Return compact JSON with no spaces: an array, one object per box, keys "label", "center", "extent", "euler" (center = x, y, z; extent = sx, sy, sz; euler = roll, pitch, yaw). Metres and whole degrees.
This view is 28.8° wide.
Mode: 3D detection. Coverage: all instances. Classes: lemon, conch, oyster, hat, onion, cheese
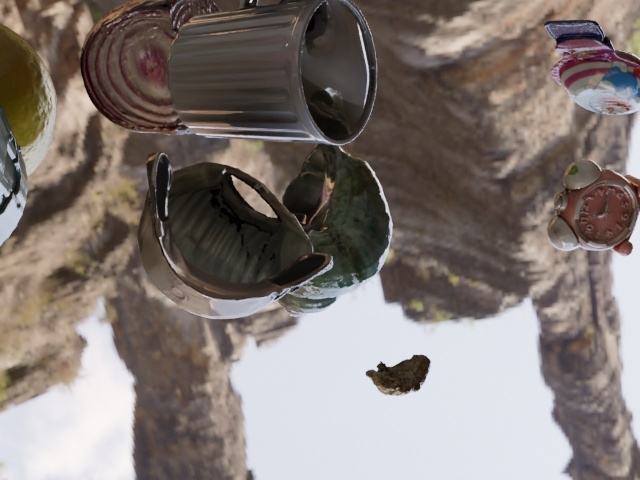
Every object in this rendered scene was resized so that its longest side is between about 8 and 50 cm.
[{"label":"lemon","center":[-0.623,-0.220,2.135],"extent":[0.348,0.348,0.348],"euler":[-9,-146,6]},{"label":"conch","center":[0.000,0.000,1.860],"extent":[0.195,0.277,0.220],"euler":[-5,-149,-39]},{"label":"oyster","center":[0.117,0.187,1.768],"extent":[0.083,0.081,0.038],"euler":[-48,-164,-5]},{"label":"hat","center":[-0.115,0.015,1.380],"extent":[0.232,0.161,0.275],"euler":[28,-169,-7]},{"label":"onion","center":[-0.243,-0.274,1.905],"extent":[0.207,0.216,0.206],"euler":[-3,-161,22]},{"label":"cheese","center":[0.377,-0.230,1.684],"extent":[0.155,0.244,0.062],"euler":[4,-110,33]}]

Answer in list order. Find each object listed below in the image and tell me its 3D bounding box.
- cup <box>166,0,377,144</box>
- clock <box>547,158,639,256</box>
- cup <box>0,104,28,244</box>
[{"label":"cup","center":[-0.053,-0.218,1.458],"extent":[0.202,0.167,0.221],"euler":[2,-113,33]},{"label":"clock","center":[0.481,-0.058,2.202],"extent":[0.162,0.166,0.093],"euler":[10,-166,-24]},{"label":"cup","center":[-0.544,-0.150,1.724],"extent":[0.310,0.392,0.401],"euler":[34,-99,3]}]
